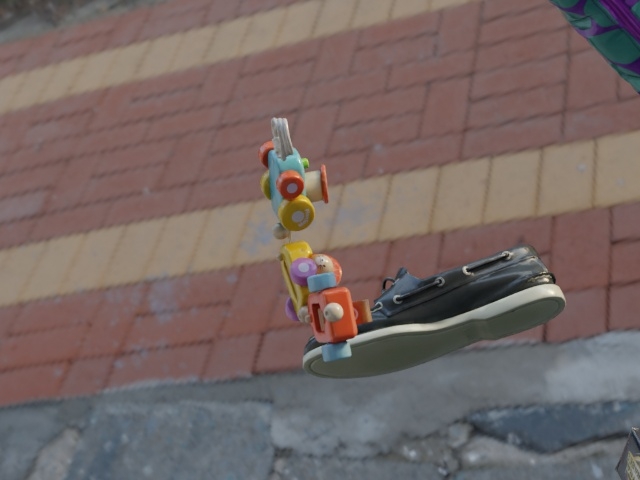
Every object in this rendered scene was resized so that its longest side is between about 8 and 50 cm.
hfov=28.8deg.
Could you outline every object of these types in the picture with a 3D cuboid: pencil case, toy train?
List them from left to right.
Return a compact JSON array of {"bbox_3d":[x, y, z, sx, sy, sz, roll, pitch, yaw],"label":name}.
[{"bbox_3d":[0.000,0.000,0.852,0.046,0.166,0.125,-10,-7,-14],"label":"toy train"},{"bbox_3d":[0.194,-0.153,0.820,0.064,0.152,0.070,-42,41,20],"label":"pencil case"}]

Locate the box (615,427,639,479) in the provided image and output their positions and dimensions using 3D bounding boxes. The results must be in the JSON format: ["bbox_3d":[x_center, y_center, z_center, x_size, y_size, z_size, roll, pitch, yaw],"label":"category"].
[{"bbox_3d":[0.500,0.321,1.319,0.294,0.073,0.295,6,25,-11],"label":"box"}]

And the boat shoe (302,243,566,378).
[{"bbox_3d":[0.134,0.083,1.598,0.340,0.127,0.113,-18,62,6],"label":"boat shoe"}]
